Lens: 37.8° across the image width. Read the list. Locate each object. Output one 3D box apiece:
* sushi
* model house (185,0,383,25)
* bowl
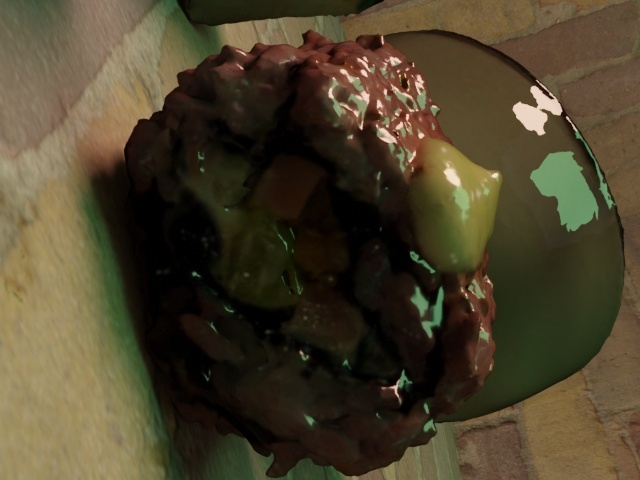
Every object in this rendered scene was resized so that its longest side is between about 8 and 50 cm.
[{"bbox_3d":[0.000,0.000,0.587,0.171,0.237,0.270,-29,106,-72],"label":"sushi"},{"bbox_3d":[-0.044,-0.396,0.848,0.298,0.243,0.284,115,-38,-63],"label":"model house"},{"bbox_3d":[0.055,0.015,0.795,0.185,0.354,0.353,-30,108,-35],"label":"bowl"}]
